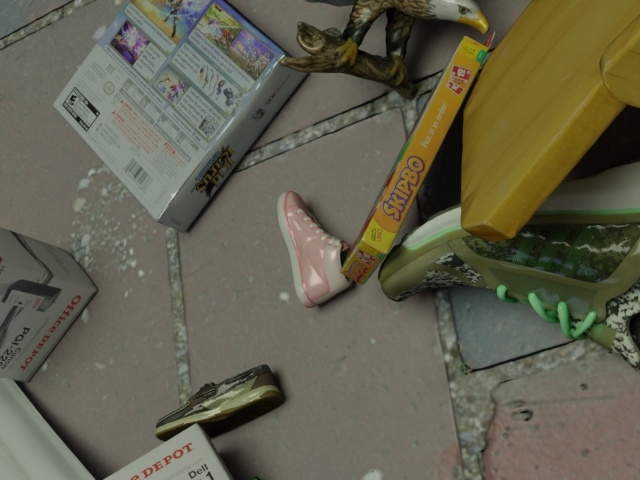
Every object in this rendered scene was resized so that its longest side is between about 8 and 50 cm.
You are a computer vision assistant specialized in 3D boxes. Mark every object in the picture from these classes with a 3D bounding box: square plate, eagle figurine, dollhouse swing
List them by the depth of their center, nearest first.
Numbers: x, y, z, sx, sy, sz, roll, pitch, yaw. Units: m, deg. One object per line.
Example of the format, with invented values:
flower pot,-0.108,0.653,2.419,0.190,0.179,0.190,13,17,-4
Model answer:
dollhouse swing,0.314,-0.139,1.055,0.347,0.315,0.305,-80,7,-56
eagle figurine,0.107,-0.292,1.289,0.225,0.226,0.298,27,110,2
square plate,-0.425,0.350,1.480,0.344,0.049,0.347,34,93,49

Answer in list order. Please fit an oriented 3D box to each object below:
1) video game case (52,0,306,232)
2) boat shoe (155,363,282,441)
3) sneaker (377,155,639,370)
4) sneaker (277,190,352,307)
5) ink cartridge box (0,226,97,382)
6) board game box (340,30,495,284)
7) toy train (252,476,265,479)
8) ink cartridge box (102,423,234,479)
video game case,-0.176,-0.183,1.528,0.244,0.061,0.269,-52,54,10
boat shoe,-0.112,0.178,1.371,0.152,0.056,0.049,-21,58,16
sneaker,0.233,0.035,1.142,0.410,0.158,0.182,-15,84,35
sneaker,0.000,0.000,1.356,0.070,0.051,0.134,-24,66,24
ink cartridge box,-0.396,0.070,1.492,0.092,0.218,0.158,43,100,30
board game box,0.097,-0.086,1.246,0.039,0.124,0.259,30,72,0
toy train,-0.054,0.283,1.315,0.024,0.017,0.083,-49,54,23
ink cartridge box,-0.135,0.320,1.278,0.160,0.092,0.219,-31,56,-9
